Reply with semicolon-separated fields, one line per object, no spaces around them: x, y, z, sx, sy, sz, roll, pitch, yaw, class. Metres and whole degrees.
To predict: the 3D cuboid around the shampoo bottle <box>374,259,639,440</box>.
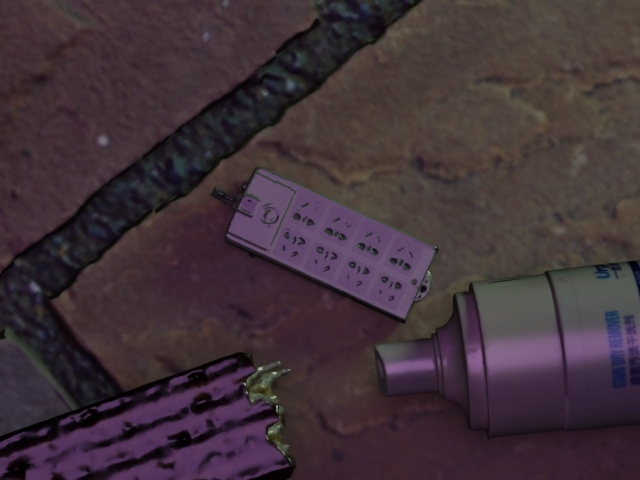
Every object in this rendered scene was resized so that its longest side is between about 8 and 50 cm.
0.182;0.055;1.069;0.303;0.092;0.092;-7;84;0;shampoo bottle

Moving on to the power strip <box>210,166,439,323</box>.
0.000;0.000;1.113;0.136;0.019;0.051;26;86;3;power strip

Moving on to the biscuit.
-0.128;0.130;1.057;0.252;0.106;0.070;-20;82;-2;biscuit
